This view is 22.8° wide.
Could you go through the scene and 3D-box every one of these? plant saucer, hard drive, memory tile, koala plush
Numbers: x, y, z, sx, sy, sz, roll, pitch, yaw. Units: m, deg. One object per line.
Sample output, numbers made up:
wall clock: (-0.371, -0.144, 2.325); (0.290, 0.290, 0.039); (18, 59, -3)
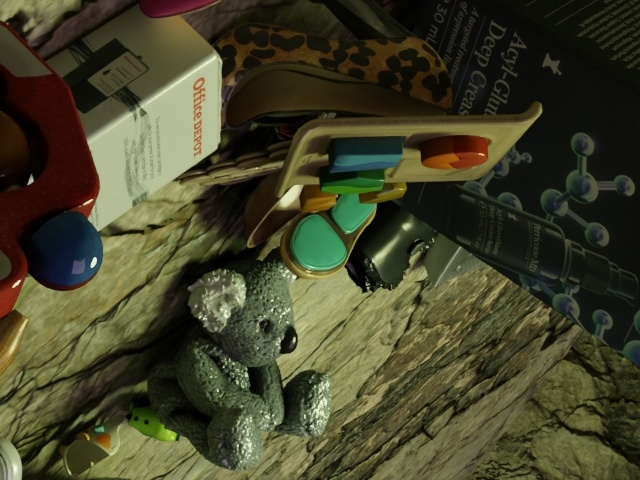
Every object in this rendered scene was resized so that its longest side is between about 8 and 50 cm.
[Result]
plant saucer: (-0.020, -0.073, 1.728); (0.198, 0.036, 0.198); (-44, 173, -6)
hard drive: (0.258, -0.049, 2.375); (0.172, 0.054, 0.254); (-22, 151, -49)
memory tile: (-0.061, -0.077, 1.591); (0.148, 0.012, 0.113); (-14, 175, 30)
koala plush: (-0.098, 0.117, 1.856); (0.196, 0.203, 0.221); (-20, 128, -51)

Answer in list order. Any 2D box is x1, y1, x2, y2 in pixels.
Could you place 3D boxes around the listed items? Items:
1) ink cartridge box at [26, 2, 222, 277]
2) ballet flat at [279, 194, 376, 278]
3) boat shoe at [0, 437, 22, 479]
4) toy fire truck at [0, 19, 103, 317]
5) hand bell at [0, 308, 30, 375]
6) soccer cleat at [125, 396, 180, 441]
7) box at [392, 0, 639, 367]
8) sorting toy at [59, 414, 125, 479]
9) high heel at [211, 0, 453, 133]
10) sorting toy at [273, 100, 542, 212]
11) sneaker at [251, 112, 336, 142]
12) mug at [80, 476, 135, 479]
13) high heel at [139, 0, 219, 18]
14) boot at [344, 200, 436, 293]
ink cartridge box: (-0.187, -0.086, 1.310); (0.208, 0.087, 0.153); (-36, 159, -22)
ballet flat: (0.000, 0.000, 1.854); (0.073, 0.080, 0.232); (-37, -178, 33)
boat shoe: (-0.401, 0.302, 1.695); (0.226, 0.083, 0.076); (-53, 161, 25)
toy fire truck: (-0.270, -0.038, 0.980); (0.302, 0.254, 0.169); (-25, 154, -44)
hand bell: (-0.359, 0.168, 1.515); (0.242, 0.126, 0.126); (-55, 163, -8)
soccer cleat: (-0.202, 0.215, 1.977); (0.179, 0.072, 0.060); (148, -41, -88)
box: (0.286, -0.110, 1.694); (0.212, 0.395, 0.293); (-34, 151, -44)
sorting toy: (-0.269, 0.239, 1.910); (0.083, 0.045, 0.075); (-35, -174, 38)
high heel: (-0.014, -0.120, 1.446); (0.261, 0.186, 0.093); (-40, 161, -14)
sorting toy: (0.071, -0.066, 1.531); (0.229, 0.041, 0.307); (-6, 169, -8)
sneaker: (-0.031, -0.125, 1.592); (0.170, 0.063, 0.075); (-21, 145, -60)
mug: (-0.305, 0.421, 1.884); (0.374, 0.276, 0.328); (-5, 165, 0)
high heel: (-0.063, -0.276, 1.230); (0.244, 0.082, 0.117); (-33, 131, 9)
boot: (0.123, -0.039, 2.051); (0.207, 0.094, 0.246); (-42, 168, -19)
